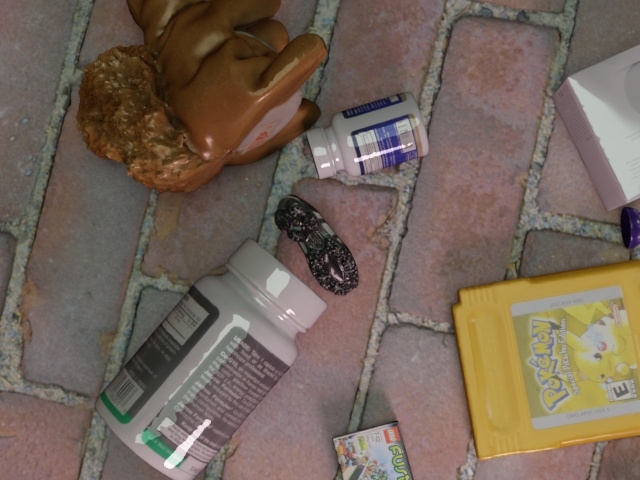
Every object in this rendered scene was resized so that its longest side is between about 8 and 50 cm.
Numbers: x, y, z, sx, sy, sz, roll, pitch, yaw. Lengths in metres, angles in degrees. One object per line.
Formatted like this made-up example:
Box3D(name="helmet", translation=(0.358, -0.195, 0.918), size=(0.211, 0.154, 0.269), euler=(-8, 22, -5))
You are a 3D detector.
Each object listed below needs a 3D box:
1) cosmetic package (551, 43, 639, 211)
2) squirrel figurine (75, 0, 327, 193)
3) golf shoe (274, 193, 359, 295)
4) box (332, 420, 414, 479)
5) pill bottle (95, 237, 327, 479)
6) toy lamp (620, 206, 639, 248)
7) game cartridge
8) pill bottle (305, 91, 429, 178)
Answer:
Box3D(name="cosmetic package", translation=(0.536, -0.197, 1.831), size=(0.224, 0.138, 0.225), euler=(-24, 83, -2))
Box3D(name="squirrel figurine", translation=(-0.232, -0.286, 1.795), size=(0.397, 0.281, 0.370), euler=(-38, 79, -5))
Box3D(name="golf shoe", translation=(0.000, 0.000, 1.856), size=(0.077, 0.094, 0.198), euler=(-30, 111, 11))
Box3D(name="box", translation=(0.099, 0.409, 1.830), size=(0.114, 0.036, 0.207), euler=(-15, 84, -1))
Box3D(name="pill bottle", translation=(-0.167, 0.185, 1.772), size=(0.204, 0.204, 0.361), euler=(41, 87, 4))
Box3D(name="toy lamp", translation=(0.639, -0.035, 1.845), size=(0.274, 0.080, 0.080), euler=(-4, 84, 1))
Box3D(name="game cartridge", translation=(0.392, 0.195, 1.839), size=(0.323, 0.053, 0.285), euler=(-10, 84, -1))
Box3D(name="pill bottle", translation=(0.075, -0.168, 1.850), size=(0.186, 0.112, 0.112), euler=(-17, 84, -1))
